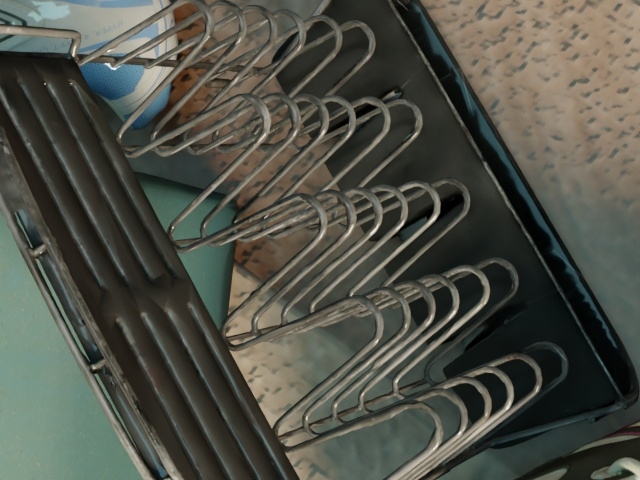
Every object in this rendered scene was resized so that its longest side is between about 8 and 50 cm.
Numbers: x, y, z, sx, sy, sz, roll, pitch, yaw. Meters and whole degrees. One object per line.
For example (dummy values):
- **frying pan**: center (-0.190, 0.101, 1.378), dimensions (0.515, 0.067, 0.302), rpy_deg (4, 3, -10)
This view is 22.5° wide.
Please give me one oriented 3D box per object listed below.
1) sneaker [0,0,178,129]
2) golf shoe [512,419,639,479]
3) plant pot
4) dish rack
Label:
- **sneaker**: center (-0.176, -0.081, 0.688), dimensions (0.237, 0.085, 0.086), rpy_deg (1, 111, 16)
- **golf shoe**: center (0.142, 0.108, 0.598), dimensions (0.273, 0.120, 0.105), rpy_deg (-25, 80, 4)
- **plant pot**: center (-0.140, 0.045, 0.588), dimensions (0.166, 0.234, 0.165), rpy_deg (5, 85, 9)
- **dish rack**: center (0.000, 0.000, 0.562), dimensions (0.074, 0.271, 0.208), rpy_deg (-35, 79, 24)
